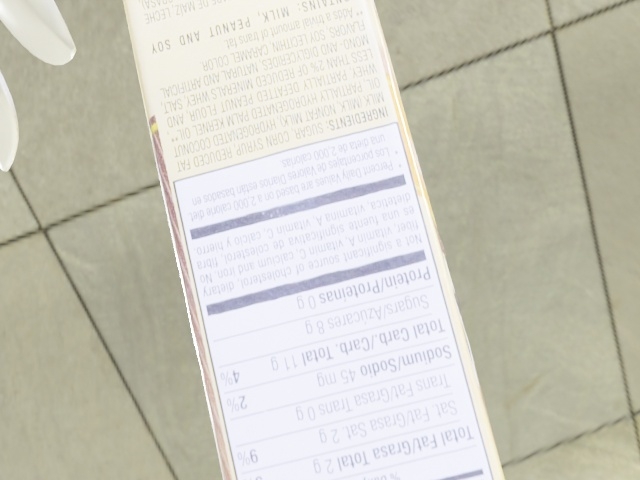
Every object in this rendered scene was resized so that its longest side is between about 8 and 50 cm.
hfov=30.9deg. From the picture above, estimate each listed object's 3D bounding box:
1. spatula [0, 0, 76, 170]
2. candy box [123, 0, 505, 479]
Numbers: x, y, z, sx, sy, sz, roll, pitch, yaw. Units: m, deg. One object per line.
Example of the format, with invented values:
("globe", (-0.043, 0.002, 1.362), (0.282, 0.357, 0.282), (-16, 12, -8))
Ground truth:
("spatula", (-0.139, -0.150, 0.344), (0.019, 0.168, 0.242), (-34, 91, -32))
("candy box", (0.000, 0.000, 0.445), (0.087, 0.316, 0.183), (-15, 166, 4))
